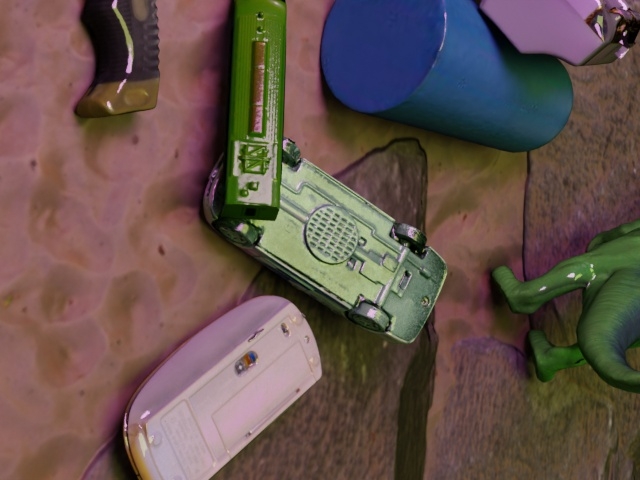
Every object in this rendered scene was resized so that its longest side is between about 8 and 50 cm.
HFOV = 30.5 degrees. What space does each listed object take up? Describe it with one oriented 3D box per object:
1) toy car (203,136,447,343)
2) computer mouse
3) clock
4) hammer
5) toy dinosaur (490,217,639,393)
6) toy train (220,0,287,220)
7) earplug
[{"bbox_3d":[0.000,0.000,0.970,0.224,0.076,0.090,34,72,-19],"label":"toy car"},{"bbox_3d":[-0.077,0.122,0.916,0.199,0.045,0.102,-39,116,-37],"label":"computer mouse"},{"bbox_3d":[0.179,-0.250,1.049,0.253,0.083,0.186,51,24,8],"label":"clock"},{"bbox_3d":[-0.150,-0.203,0.842,0.159,0.041,0.226,-12,98,-43],"label":"hammer"},{"bbox_3d":[0.375,0.042,1.123,0.375,0.500,0.144,-21,99,-7],"label":"toy dinosaur"},{"bbox_3d":[-0.050,-0.121,0.909,0.044,0.042,0.209,4,74,-9],"label":"toy train"},{"bbox_3d":[0.137,-0.150,1.077,0.273,0.132,0.132,13,81,-48],"label":"earplug"}]
